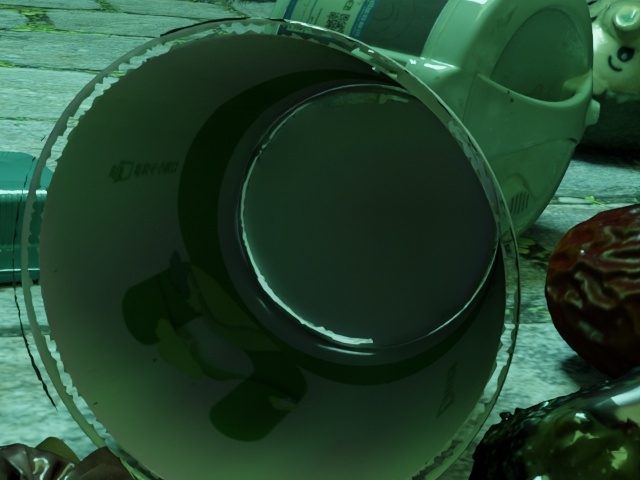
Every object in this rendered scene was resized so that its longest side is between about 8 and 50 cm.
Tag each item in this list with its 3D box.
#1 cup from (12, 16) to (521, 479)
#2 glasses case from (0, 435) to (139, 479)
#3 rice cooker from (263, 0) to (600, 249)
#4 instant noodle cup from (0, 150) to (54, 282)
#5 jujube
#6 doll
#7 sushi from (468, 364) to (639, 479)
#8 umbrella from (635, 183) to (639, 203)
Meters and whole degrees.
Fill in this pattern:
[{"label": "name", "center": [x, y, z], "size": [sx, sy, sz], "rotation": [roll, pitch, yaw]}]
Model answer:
[{"label": "cup", "center": [0.000, 0.000, 0.642], "size": [0.253, 0.253, 0.274], "rotation": [11, 12, 13]}, {"label": "glasses case", "center": [-0.120, 0.134, 0.437], "size": [0.102, 0.070, 0.193], "rotation": [13, 19, 14]}, {"label": "rice cooker", "center": [0.106, -0.143, 1.042], "size": [0.277, 0.288, 0.288], "rotation": [21, 23, 37]}, {"label": "instant noodle cup", "center": [-0.269, -0.025, 0.877], "size": [0.157, 0.070, 0.179], "rotation": [-3, 19, -33]}, {"label": "jujube", "center": [0.272, 0.045, 0.728], "size": [0.190, 0.190, 0.255], "rotation": [-8, 6, -38]}, {"label": "doll", "center": [0.424, -0.237, 1.512], "size": [0.350, 0.247, 0.247], "rotation": [-14, 26, -31]}, {"label": "sushi", "center": [0.173, 0.119, 0.464], "size": [0.213, 0.147, 0.115], "rotation": [-2, -15, -16]}, {"label": "umbrella", "center": [0.420, -0.031, 1.184], "size": [0.050, 0.046, 0.188], "rotation": [-11, 19, -25]}]
